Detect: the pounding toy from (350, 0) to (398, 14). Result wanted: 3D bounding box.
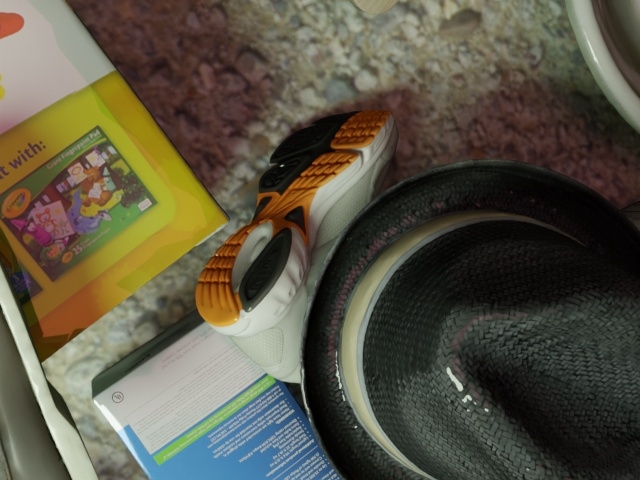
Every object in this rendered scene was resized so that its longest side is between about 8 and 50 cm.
[{"bbox_3d":[0.088,-0.299,0.673,0.269,0.155,0.154,-41,125,-4],"label":"pounding toy"}]

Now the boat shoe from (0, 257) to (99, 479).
[{"bbox_3d":[-0.201,0.072,0.504,0.068,0.081,0.228,-24,103,-19],"label":"boat shoe"}]

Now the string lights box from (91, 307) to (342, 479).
[{"bbox_3d":[-0.064,0.191,0.719,0.133,0.077,0.260,-34,101,-12],"label":"string lights box"}]

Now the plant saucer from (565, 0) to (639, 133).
[{"bbox_3d":[0.388,-0.260,0.822,0.400,0.100,0.401,-1,92,-16],"label":"plant saucer"}]

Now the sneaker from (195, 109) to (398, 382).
[{"bbox_3d":[0.000,0.000,0.711,0.262,0.099,0.121,-57,132,-31],"label":"sneaker"}]

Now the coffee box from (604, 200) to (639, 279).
[{"bbox_3d":[0.237,0.093,0.782,0.297,0.119,0.168,-23,99,-14],"label":"coffee box"}]

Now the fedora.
[{"bbox_3d":[0.159,0.092,0.615,0.334,0.152,0.334,-1,94,-18],"label":"fedora"}]

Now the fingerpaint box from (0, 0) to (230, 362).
[{"bbox_3d":[-0.356,-0.028,0.579,0.445,0.163,0.371,-39,103,-12],"label":"fingerpaint box"}]
